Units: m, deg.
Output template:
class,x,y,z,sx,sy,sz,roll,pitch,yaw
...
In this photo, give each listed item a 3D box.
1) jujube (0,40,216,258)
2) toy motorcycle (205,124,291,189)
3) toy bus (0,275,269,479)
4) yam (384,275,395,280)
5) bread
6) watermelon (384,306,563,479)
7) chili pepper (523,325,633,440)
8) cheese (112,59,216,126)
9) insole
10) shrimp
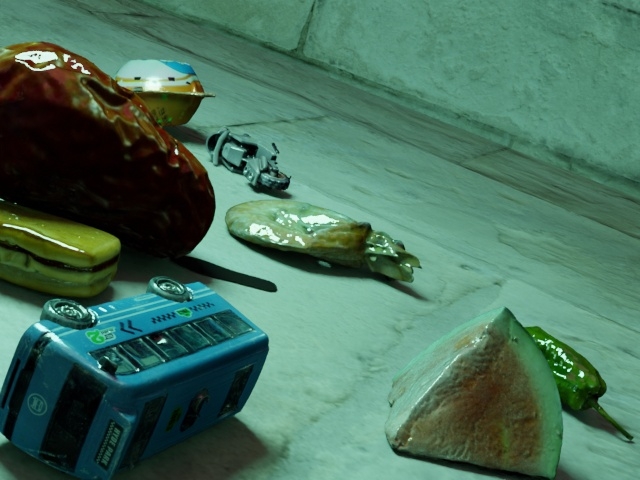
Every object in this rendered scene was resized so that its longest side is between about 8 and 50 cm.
class,x,y,z,sx,sy,sz,roll,pitch,yaw
jujube,-0.284,-0.102,1.201,0.342,0.216,0.216,37,8,-27
toy motorcycle,-0.138,-0.157,1.792,0.122,0.080,0.215,8,24,-31
toy bus,-0.159,0.120,0.857,0.134,0.114,0.246,32,19,21
yam,0.096,0.035,1.537,0.027,0.033,0.129,36,13,-29
bread,-0.332,0.005,1.091,0.200,0.077,0.116,17,18,0
watermelon,0.162,0.200,1.066,0.202,0.136,0.207,-26,66,-14
chili pepper,0.319,0.175,1.248,0.073,0.072,0.204,6,20,-40
cheese,-0.368,-0.289,1.882,0.329,0.129,0.217,5,7,18
insole,-0.132,0.044,1.305,0.152,0.002,0.053,16,17,-9
shrimp,0.000,0.000,1.468,0.317,0.077,0.168,16,22,17
